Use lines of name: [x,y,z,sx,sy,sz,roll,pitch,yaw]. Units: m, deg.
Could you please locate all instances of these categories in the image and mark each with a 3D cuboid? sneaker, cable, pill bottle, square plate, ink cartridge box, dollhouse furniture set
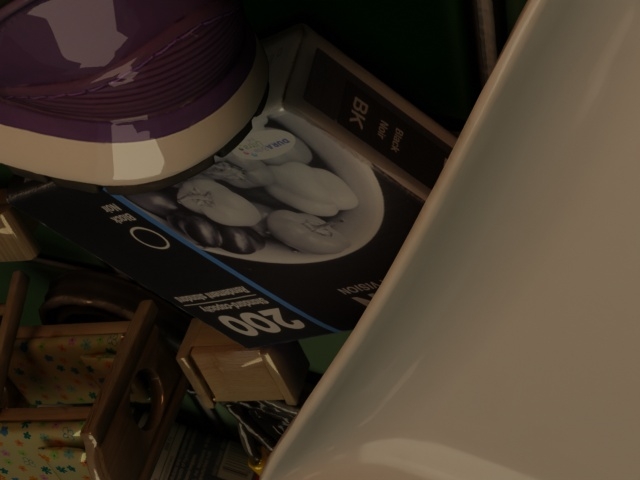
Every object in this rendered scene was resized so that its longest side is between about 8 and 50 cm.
sneaker: [-0.158,-0.102,0.491,0.283,0.107,0.124,5,139,20]
cable: [-0.033,0.108,0.861,0.139,0.072,0.287,-15,141,42]
pill bottle: [-0.121,0.176,1.027,0.180,0.108,0.108,19,156,-1]
square plate: [0.182,0.064,0.536,0.344,0.049,0.347,24,138,-3]
ink cartridge box: [0.000,0.000,0.637,0.208,0.045,0.206,31,153,-31]
dollhouse furniture set: [-0.127,0.052,0.736,0.181,0.101,0.161,-5,133,26]
